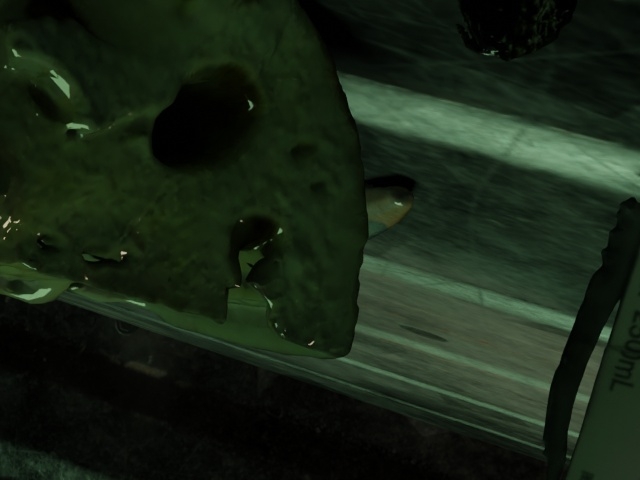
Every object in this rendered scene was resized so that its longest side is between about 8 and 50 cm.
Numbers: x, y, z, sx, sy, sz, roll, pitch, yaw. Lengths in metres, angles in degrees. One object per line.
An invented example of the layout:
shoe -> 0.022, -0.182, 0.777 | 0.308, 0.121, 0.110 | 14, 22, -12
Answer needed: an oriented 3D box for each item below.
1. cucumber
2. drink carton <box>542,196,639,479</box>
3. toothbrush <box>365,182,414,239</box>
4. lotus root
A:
cucumber -> 0.044, -0.073, 0.324 | 0.034, 0.033, 0.135 | 51, 176, 12
drink carton -> 0.223, 0.095, 0.534 | 0.271, 0.161, 0.108 | 15, 170, 25
toothbrush -> 0.000, 0.000, 0.875 | 0.028, 0.037, 0.375 | 18, 169, -10
lotus root -> -0.089, -0.039, 0.485 | 0.235, 0.138, 0.119 | 27, 174, -42
